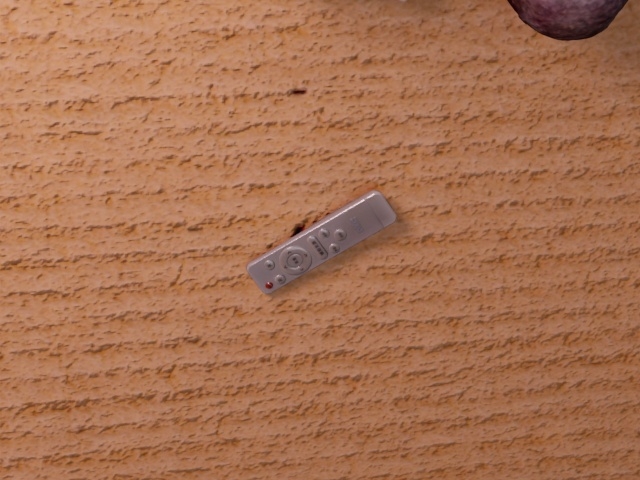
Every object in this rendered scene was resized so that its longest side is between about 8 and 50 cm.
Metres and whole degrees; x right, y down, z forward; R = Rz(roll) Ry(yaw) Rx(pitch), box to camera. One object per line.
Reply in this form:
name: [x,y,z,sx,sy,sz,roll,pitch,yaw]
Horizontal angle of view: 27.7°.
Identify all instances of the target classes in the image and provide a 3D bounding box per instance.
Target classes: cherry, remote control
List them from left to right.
remote control: [0.000,0.000,1.516,0.184,0.027,0.050,-30,119,9]
cherry: [0.260,-0.310,1.326,0.195,0.195,0.195,-6,119,-10]
